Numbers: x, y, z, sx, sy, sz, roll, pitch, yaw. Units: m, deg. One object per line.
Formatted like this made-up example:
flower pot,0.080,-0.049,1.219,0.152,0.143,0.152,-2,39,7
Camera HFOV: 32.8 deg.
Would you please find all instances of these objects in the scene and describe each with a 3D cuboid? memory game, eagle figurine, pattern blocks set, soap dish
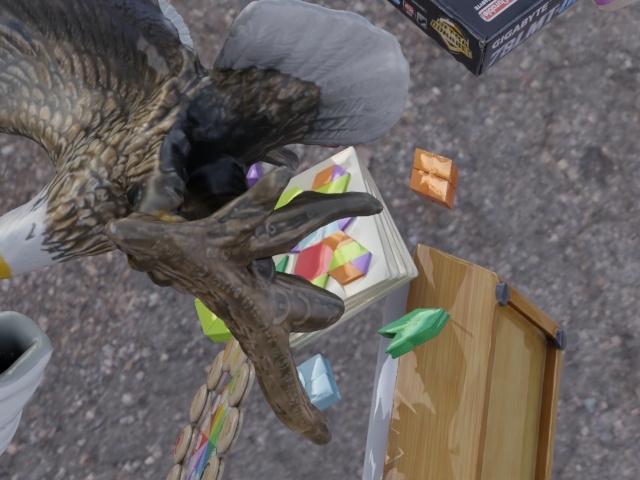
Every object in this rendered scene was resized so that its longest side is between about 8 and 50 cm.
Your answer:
memory game,-0.094,0.160,0.890,0.012,0.186,0.186,22,55,-14
eagle figurine,-0.115,-0.048,0.586,0.225,0.226,0.298,-7,32,-30
pattern blocks set,0.000,0.000,1.032,0.026,0.285,0.325,45,8,-46
soap dish,0.147,0.175,1.062,0.229,0.118,0.291,35,59,-51

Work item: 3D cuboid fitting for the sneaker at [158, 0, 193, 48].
sneaker,-0.282,-0.330,1.664,0.090,0.095,0.235,-36,89,-35

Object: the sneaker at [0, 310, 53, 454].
sneaker,-0.245,0.061,0.572,0.232,0.115,0.090,5,42,-51

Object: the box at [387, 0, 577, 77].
box,0.175,-0.363,1.199,0.295,0.073,0.293,-38,68,-16

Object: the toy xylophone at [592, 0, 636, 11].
toy xylophone,0.293,-0.292,0.800,0.322,0.081,0.236,-44,110,-22
